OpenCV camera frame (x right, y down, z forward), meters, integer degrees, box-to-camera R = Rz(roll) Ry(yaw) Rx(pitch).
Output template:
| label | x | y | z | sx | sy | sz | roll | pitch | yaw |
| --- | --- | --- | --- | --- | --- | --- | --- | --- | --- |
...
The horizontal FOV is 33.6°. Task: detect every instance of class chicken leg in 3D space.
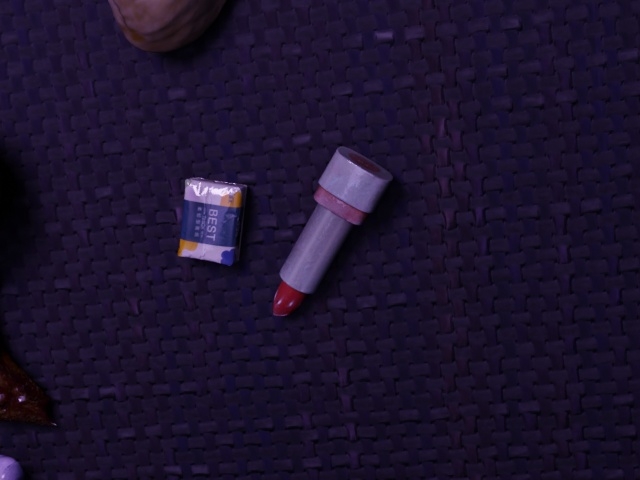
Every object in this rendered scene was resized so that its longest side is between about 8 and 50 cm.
| label | x | y | z | sx | sy | sz | roll | pitch | yaw |
| --- | --- | --- | --- | --- | --- | --- | --- | --- | --- |
| chicken leg | -0.375 | 0.113 | 1.144 | 0.105 | 0.063 | 0.233 | -20 | 98 | 16 |

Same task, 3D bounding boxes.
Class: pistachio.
| label | x | y | z | sx | sy | sz | roll | pitch | yaw |
| --- | --- | --- | --- | --- | --- | --- | --- | --- | --- |
| pistachio | -0.141 | -0.272 | 1.022 | 0.126 | 0.108 | 0.185 | 23 | 95 | -19 |

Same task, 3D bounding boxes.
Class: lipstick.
| label | x | y | z | sx | sy | sz | roll | pitch | yaw |
| --- | --- | --- | --- | --- | --- | --- | --- | --- | --- |
| lipstick | 0.000 | 0.000 | 1.072 | 0.063 | 0.057 | 0.186 | 31 | 108 | 3 |

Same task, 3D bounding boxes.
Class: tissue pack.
| label | x | y | z | sx | sy | sz | roll | pitch | yaw |
| --- | --- | --- | --- | --- | --- | --- | --- | --- | --- |
| tissue pack | -0.111 | -0.020 | 1.089 | 0.062 | 0.042 | 0.083 | 10 | 100 | 10 |

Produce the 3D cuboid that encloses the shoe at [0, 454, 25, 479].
| label | x | y | z | sx | sy | sz | roll | pitch | yaw |
| --- | --- | --- | --- | --- | --- | --- | --- | --- | --- |
| shoe | -0.442 | 0.240 | 1.159 | 0.245 | 0.095 | 0.137 | -10 | 100 | 17 |
